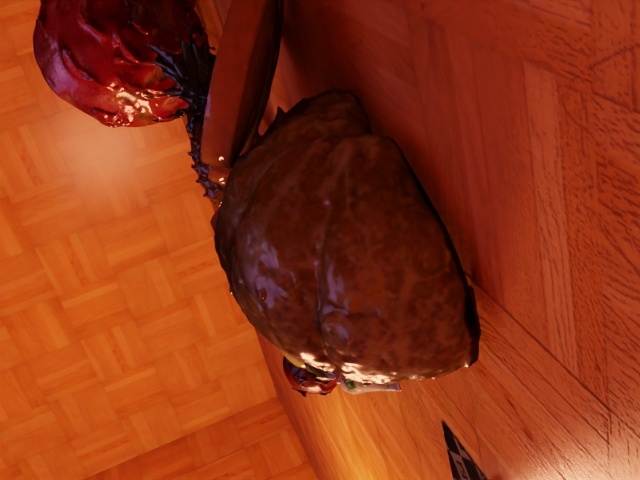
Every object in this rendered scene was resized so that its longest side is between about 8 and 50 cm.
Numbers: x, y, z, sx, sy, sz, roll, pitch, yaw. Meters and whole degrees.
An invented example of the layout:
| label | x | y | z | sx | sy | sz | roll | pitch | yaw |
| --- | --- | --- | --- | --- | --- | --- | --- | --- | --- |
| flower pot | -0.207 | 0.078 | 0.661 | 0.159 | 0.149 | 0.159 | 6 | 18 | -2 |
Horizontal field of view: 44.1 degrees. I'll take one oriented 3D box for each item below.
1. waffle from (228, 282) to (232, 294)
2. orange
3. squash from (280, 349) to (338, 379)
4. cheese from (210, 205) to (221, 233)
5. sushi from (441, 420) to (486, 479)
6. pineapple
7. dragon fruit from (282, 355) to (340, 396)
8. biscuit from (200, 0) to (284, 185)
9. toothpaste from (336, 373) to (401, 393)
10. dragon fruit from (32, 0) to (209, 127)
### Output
| label | x | y | z | sx | sy | sz | roll | pitch | yaw |
| --- | --- | --- | --- | --- | --- | --- | --- | --- | --- |
| waffle | -0.032 | 0.043 | 1.116 | 0.214 | 0.207 | 0.054 | 105 | 172 | -54 |
| orange | 0.000 | 0.000 | 0.837 | 0.369 | 0.210 | 0.271 | -122 | 26 | -54 |
| squash | -0.056 | 0.175 | 1.576 | 0.288 | 0.137 | 0.137 | -116 | 11 | -46 |
| cheese | -0.072 | -0.023 | 1.210 | 0.203 | 0.176 | 0.128 | 88 | 158 | -58 |
| sushi | 0.201 | 0.384 | 0.999 | 0.231 | 0.047 | 0.220 | -128 | 19 | -56 |
| pineapple | -0.195 | -0.242 | 1.463 | 0.165 | 0.165 | 0.365 | 103 | 146 | -72 |
| dragon fruit | -0.025 | 0.247 | 1.697 | 0.126 | 0.125 | 0.246 | 63 | 179 | -28 |
| biscuit | -0.084 | -0.196 | 0.938 | 0.355 | 0.052 | 0.275 | -110 | 34 | -82 |
| toothpaste | 0.080 | 0.221 | 1.301 | 0.058 | 0.056 | 0.314 | 28 | 163 | -1 |
| dragon fruit | -0.395 | -0.441 | 1.641 | 0.249 | 0.370 | 0.387 | -33 | 48 | 53 |
